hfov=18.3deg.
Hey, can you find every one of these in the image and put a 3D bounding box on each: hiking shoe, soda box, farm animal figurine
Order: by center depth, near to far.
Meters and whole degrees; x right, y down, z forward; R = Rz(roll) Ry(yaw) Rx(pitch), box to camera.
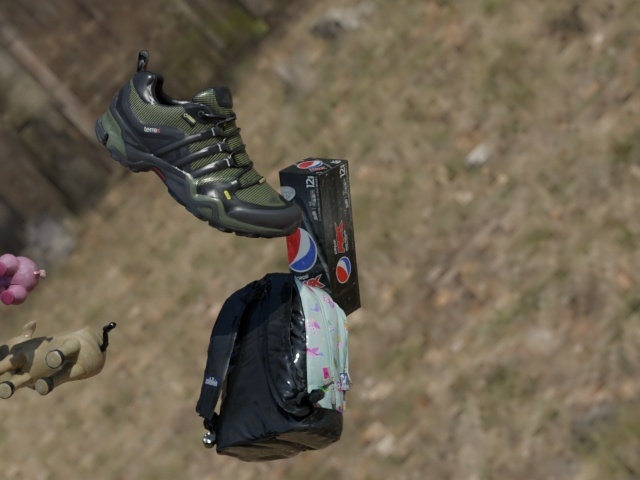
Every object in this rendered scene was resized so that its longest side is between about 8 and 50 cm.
[{"bbox_3d":[-0.106,-0.089,1.936,0.114,0.227,0.086,-59,-2,18],"label":"hiking shoe"},{"bbox_3d":[0.000,0.000,2.108,0.053,0.169,0.060,5,20,33],"label":"soda box"},{"bbox_3d":[-0.411,0.093,2.205,0.327,0.330,0.172,-49,-8,23],"label":"farm animal figurine"}]

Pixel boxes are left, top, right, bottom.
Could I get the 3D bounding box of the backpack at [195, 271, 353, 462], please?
[{"bbox_3d":[-0.040,0.127,2.017,0.152,0.182,0.115,-15,-29,29],"label":"backpack"}]
